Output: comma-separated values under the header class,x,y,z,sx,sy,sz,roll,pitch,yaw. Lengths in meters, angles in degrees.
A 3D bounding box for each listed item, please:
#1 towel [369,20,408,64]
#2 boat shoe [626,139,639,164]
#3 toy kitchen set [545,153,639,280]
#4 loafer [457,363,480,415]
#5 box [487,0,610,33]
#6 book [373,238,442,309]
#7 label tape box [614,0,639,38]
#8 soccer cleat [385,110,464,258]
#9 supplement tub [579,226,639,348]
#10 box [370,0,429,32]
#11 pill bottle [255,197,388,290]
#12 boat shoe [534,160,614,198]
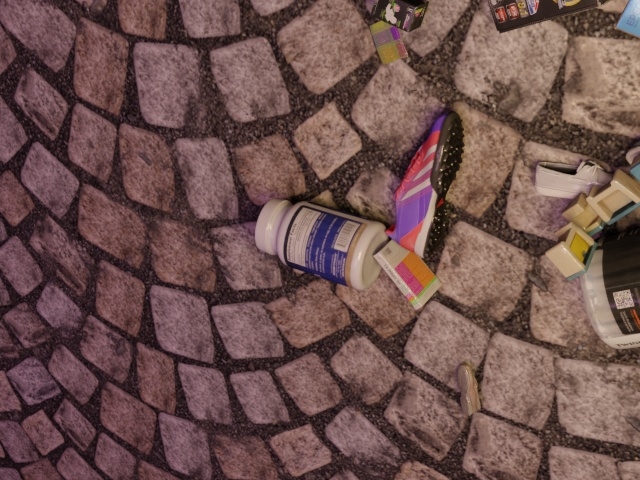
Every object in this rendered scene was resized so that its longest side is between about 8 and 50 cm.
class,x,y,z,sx,sy,sz,roll,pitch,yaw
towel,0.131,-0.385,1.646,0.060,0.009,0.083,-14,106,37
boat shoe,0.666,-0.156,1.391,0.319,0.099,0.116,3,153,44
toy kitchen set,0.503,-0.027,1.413,0.122,0.166,0.207,42,137,-6
loafer,0.331,0.326,1.887,0.045,0.039,0.125,30,132,59
box,0.342,-0.491,1.379,0.216,0.060,0.270,1,117,55
book,0.183,0.064,1.796,0.035,0.096,0.144,-37,92,40
label tape box,0.642,-0.363,1.238,0.334,0.106,0.240,26,126,9
soccer cleat,0.201,-0.115,1.688,0.116,0.108,0.318,25,128,24
supplement tub,0.632,0.059,1.438,0.338,0.207,0.207,-17,105,38
box,0.147,-0.429,1.578,0.083,0.062,0.052,30,125,17
pill bottle,0.000,0.000,1.842,0.265,0.153,0.153,18,123,24
boat shoe,0.477,-0.113,1.543,0.184,0.066,0.063,11,121,39
